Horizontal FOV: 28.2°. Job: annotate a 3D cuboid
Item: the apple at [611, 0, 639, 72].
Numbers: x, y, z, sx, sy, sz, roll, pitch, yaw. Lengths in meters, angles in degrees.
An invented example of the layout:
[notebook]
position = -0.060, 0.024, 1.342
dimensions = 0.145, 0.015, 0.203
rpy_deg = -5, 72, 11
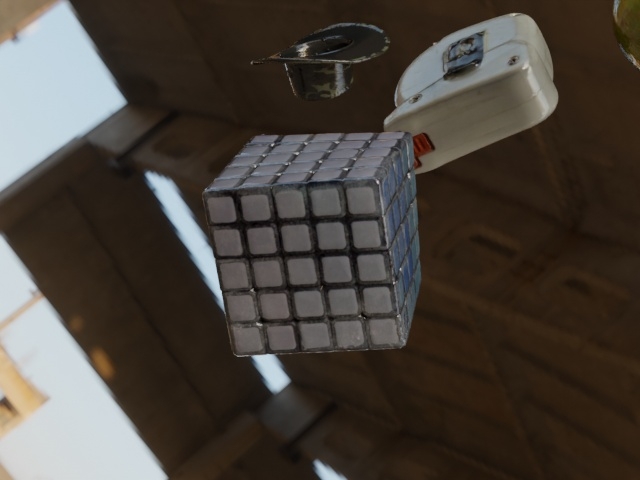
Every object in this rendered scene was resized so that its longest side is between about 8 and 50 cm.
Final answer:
[apple]
position = 0.481, -0.296, 1.674
dimensions = 0.196, 0.196, 0.196
rpy_deg = 42, -22, 21

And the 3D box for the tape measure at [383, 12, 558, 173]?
[tape measure]
position = 0.238, -0.243, 2.032
dimensions = 0.130, 0.258, 0.265
rpy_deg = 54, 25, -30

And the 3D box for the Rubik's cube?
[Rubik's cube]
position = 0.000, 0.000, 1.672
dimensions = 0.238, 0.237, 0.237
rpy_deg = -3, -69, 14

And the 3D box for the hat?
[hat]
position = 0.002, -0.150, 1.100
dimensions = 0.121, 0.121, 0.050
rpy_deg = 21, -52, 53
